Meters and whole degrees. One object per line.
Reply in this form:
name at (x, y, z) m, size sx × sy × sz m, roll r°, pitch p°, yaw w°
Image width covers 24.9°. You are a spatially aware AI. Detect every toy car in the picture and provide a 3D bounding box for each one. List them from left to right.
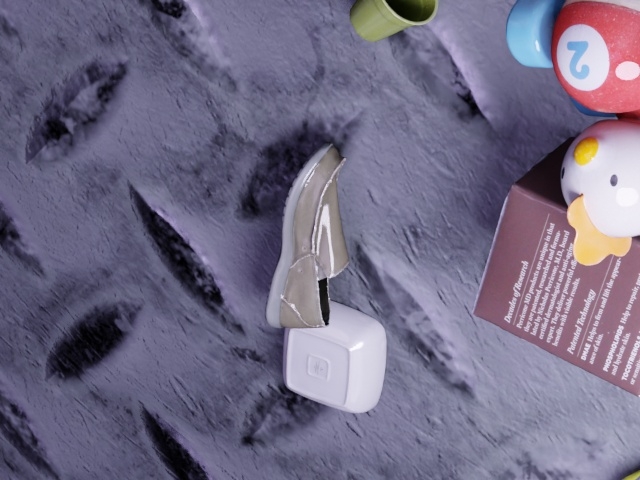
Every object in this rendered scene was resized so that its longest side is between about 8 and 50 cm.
toy car at (0.278, -0.095, 1.352) m, size 0.219 × 0.210 × 0.238 m, roll 10°, pitch 75°, yaw 48°

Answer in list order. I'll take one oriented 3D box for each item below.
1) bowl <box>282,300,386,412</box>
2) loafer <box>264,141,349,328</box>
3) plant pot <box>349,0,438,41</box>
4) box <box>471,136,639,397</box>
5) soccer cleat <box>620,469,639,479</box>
bowl at (0.010, 0.151, 1.846) m, size 0.142 × 0.053 × 0.142 m, roll 18°, pitch 118°, yaw 25°
loafer at (0.000, 0.000, 1.765) m, size 0.087 × 0.094 × 0.251 m, roll 18°, pitch 117°, yaw 11°
plant pot at (0.074, -0.259, 1.609) m, size 0.083 × 0.083 × 0.079 m, roll 56°, pitch 141°, yaw -1°
box at (0.298, 0.023, 1.512) m, size 0.203 × 0.168 × 0.167 m, roll 26°, pitch 124°, yaw 22°
soccer cleat at (0.443, 0.241, 1.597) m, size 0.289 × 0.093 × 0.121 m, roll -25°, pitch 66°, yaw 42°
